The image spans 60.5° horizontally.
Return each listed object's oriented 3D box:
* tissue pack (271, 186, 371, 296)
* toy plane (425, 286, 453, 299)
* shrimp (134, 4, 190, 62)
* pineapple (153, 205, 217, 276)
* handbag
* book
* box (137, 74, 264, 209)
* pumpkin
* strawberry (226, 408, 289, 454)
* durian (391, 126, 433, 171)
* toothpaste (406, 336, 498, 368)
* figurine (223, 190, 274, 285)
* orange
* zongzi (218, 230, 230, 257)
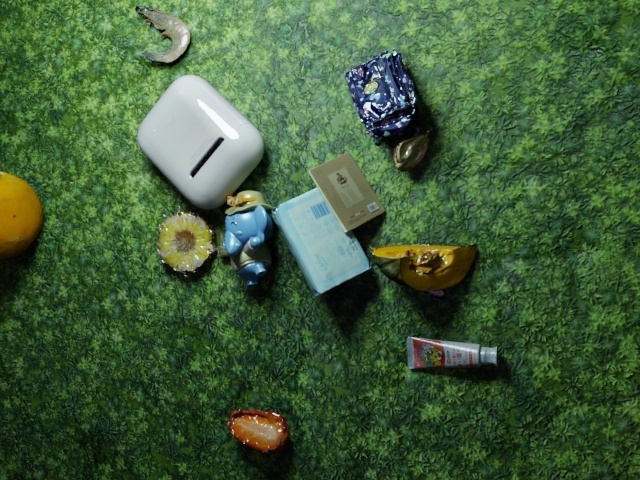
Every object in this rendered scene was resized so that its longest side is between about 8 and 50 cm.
[{"bbox_3d":[0.000,0.000,1.482,0.177,0.089,0.263,-26,86,-20],"label":"tissue pack"},{"bbox_3d":[0.291,0.124,1.462,0.121,0.031,0.049,18,91,13],"label":"toy plane"},{"bbox_3d":[-0.494,-0.623,1.664,0.219,0.046,0.152,36,98,12],"label":"shrimp"},{"bbox_3d":[-0.406,-0.001,1.658,0.222,0.047,0.220,0,90,13],"label":"pineapple"},{"bbox_3d":[0.163,-0.378,1.423,0.162,0.113,0.260,-21,60,14],"label":"handbag"},{"bbox_3d":[0.072,-0.133,1.486,0.139,0.016,0.198,-28,82,-23],"label":"book"},{"bbox_3d":[-0.348,-0.283,1.579,0.349,0.141,0.288,45,101,11],"label":"box"},{"bbox_3d":[0.250,0.062,1.436,0.279,0.163,0.111,-8,105,-27],"label":"pumpkin"},{"bbox_3d":[-0.173,0.544,1.591,0.188,0.082,0.121,15,76,25],"label":"strawberry"},{"bbox_3d":[0.234,-0.253,1.438,0.140,0.110,0.071,-50,54,11],"label":"durian"},{"bbox_3d":[0.345,0.300,1.444,0.234,0.057,0.089,-2,94,24],"label":"toothpaste"},{"bbox_3d":[-0.192,-0.011,1.531,0.154,0.180,0.261,-9,81,-3],"label":"figurine"},{"bbox_3d":[-1.035,-0.074,1.706,0.313,0.312,0.311,0,92,16],"label":"orange"},{"bbox_3d":[-0.263,0.012,1.622,0.076,0.040,0.083,2,74,10],"label":"zongzi"}]
